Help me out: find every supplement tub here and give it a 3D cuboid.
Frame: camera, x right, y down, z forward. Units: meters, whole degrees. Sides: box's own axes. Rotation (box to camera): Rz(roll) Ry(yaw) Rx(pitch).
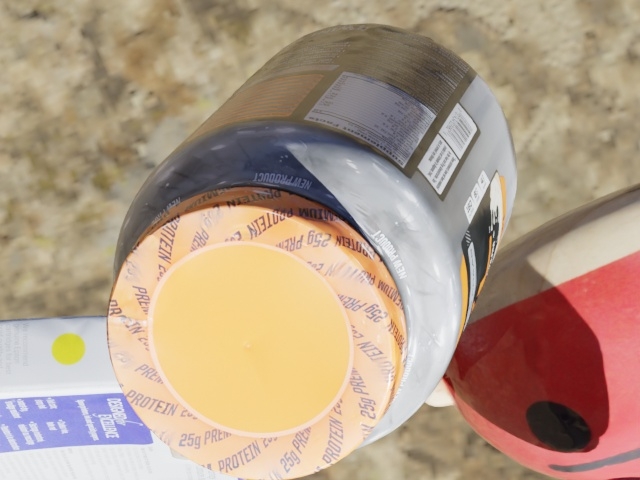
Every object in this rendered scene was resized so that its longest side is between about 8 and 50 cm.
[{"bbox_3d":[0.000,0.000,1.038,0.194,0.193,0.316,63,22,-12],"label":"supplement tub"}]

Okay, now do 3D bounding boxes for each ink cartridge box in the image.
[{"bbox_3d":[-0.210,0.126,1.307,0.307,0.303,0.072,-4,69,-3],"label":"ink cartridge box"}]

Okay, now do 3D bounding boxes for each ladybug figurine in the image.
[{"bbox_3d":[0.293,0.066,1.345,0.305,0.449,0.162,57,17,-59],"label":"ladybug figurine"}]

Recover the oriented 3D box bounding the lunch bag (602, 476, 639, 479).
[{"bbox_3d":[0.148,0.275,1.076,0.293,0.258,0.120,-10,126,-15],"label":"lunch bag"}]
